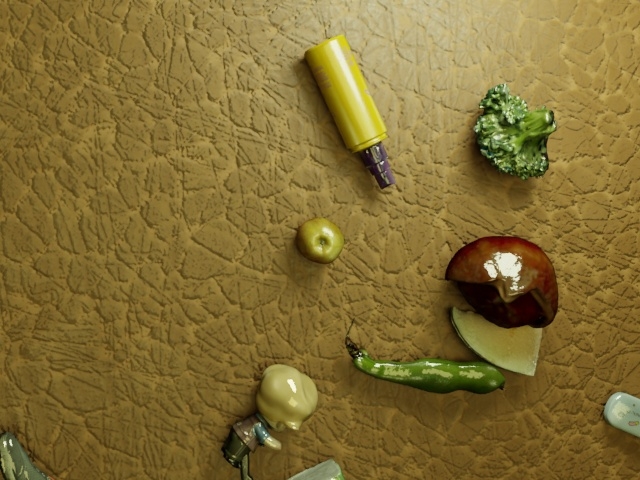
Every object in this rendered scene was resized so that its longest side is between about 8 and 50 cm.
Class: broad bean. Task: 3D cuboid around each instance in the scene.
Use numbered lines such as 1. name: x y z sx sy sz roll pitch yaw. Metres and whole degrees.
1. broad bean: 0.187 0.227 1.716 0.318 0.056 0.098 18 125 -14

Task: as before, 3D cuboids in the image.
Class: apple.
1. apple: 0.000 0.000 1.670 0.084 0.071 0.083 0 92 -11

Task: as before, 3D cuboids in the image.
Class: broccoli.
1. broccoli: 0.352 -0.192 1.692 0.155 0.160 0.167 3 81 -39

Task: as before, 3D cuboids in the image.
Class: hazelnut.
1. hazelnut: 0.318 0.074 1.693 0.202 0.170 0.160 6 65 -6

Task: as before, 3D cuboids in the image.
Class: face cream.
1. face cream: 0.062 -0.216 1.669 0.078 0.078 0.273 -26 97 -9

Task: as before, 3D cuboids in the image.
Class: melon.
1. melon: 0.312 0.183 1.754 0.182 0.054 0.097 12 85 -11

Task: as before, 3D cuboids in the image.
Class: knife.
1. knife: -0.127 0.443 1.698 0.023 0.010 0.170 -4 94 -5

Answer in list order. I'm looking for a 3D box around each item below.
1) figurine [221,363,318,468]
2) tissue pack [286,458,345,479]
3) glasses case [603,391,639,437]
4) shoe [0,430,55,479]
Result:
1. figurine: -0.088 0.306 1.649 0.108 0.114 0.196 37 89 -11
2. tissue pack: 0.011 0.525 1.660 0.159 0.145 0.229 -25 98 -10
3. glasses case: 0.619 0.343 1.825 0.179 0.045 0.067 23 89 -12
4. shoe: -0.480 0.401 1.599 0.077 0.074 0.194 -18 99 -22
